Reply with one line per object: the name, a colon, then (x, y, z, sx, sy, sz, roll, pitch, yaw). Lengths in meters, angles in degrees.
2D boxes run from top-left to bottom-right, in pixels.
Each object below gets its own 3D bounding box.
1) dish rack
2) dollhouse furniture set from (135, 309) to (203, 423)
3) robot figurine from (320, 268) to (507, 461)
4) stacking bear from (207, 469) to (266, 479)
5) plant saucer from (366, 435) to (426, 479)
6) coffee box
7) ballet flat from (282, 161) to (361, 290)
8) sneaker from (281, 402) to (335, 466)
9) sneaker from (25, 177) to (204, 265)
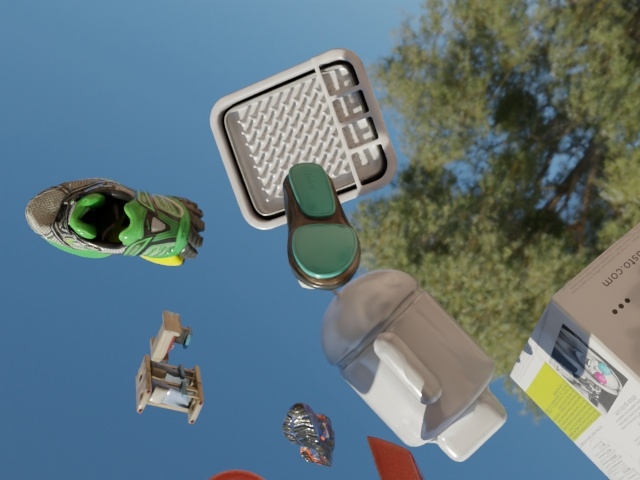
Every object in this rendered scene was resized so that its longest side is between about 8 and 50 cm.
dish rack: (-0.032, -0.198, 1.535, 0.072, 0.332, 0.286, -24, -86, -76)
dollhouse furniture set: (-0.304, 0.273, 1.643, 0.129, 0.184, 0.129, 17, -157, -23)
robot figurine: (0.141, 0.190, 1.254, 0.353, 0.200, 0.300, 46, 179, 6)
stacking bear: (-0.162, 0.506, 1.276, 0.175, 0.289, 0.164, 4, -126, -16)
plant saucer: (0.143, 0.395, 0.974, 0.258, 0.047, 0.259, 64, -174, -55)
coffee box: (0.561, 0.180, 1.215, 0.337, 0.338, 0.334, -36, -115, -17)
ballet flat: (0.000, 0.000, 1.023, 0.095, 0.096, 0.280, -1, -145, -4)
sneaker: (-0.021, 0.400, 1.638, 0.083, 0.221, 0.087, 4, -127, 19)
sneaker: (-0.344, -0.044, 1.181, 0.343, 0.134, 0.146, 4, 171, 35)
